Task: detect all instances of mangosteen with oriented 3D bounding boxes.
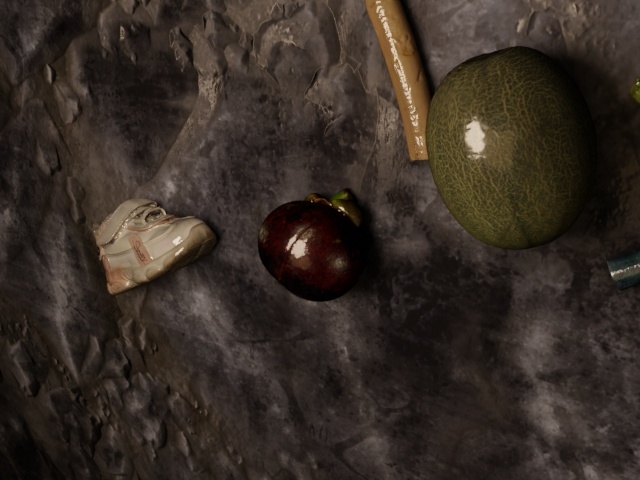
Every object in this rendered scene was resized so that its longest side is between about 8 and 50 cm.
[{"bbox_3d":[-0.003,0.010,1.171,0.216,0.216,0.216,12,115,27],"label":"mangosteen"}]

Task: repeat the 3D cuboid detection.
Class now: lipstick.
[{"bbox_3d":[0.562,0.014,0.921,0.234,0.053,0.053,-26,95,34],"label":"lipstick"}]

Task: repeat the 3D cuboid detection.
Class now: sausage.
[{"bbox_3d":[0.145,-0.285,1.043,0.066,0.066,0.301,-10,106,33],"label":"sausage"}]

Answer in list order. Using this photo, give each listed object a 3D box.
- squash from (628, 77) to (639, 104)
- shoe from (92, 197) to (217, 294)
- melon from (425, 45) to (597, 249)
[{"bbox_3d":[0.537,-0.192,0.845,0.201,0.066,0.066,20,119,26],"label":"squash"},{"bbox_3d":[-0.411,-0.003,1.423,0.351,0.172,0.198,-23,94,34],"label":"shoe"},{"bbox_3d":[0.285,-0.130,0.913,0.238,0.237,0.301,-8,109,33],"label":"melon"}]
